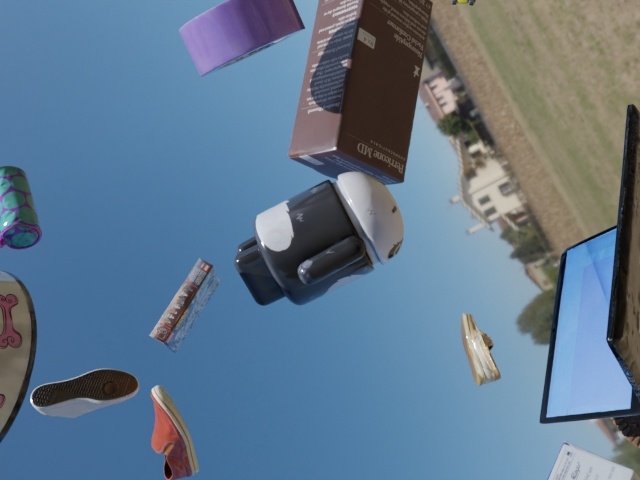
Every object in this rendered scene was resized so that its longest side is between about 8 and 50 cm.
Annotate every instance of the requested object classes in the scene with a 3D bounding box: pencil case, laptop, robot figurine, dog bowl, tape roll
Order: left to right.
[{"bbox_3d":[-0.752,0.241,1.205,0.150,0.408,0.407,28,-143,-54],"label":"dog bowl"},{"bbox_3d":[-0.535,-0.058,1.061,0.151,0.070,0.064,59,154,31],"label":"pencil case"},{"bbox_3d":[-0.125,-0.339,0.983,0.080,0.189,0.189,64,-164,-16],"label":"tape roll"},{"bbox_3d":[0.001,0.002,1.006,0.209,0.278,0.173,66,-175,35],"label":"robot figurine"},{"bbox_3d":[0.269,0.044,0.622,0.264,0.137,0.234,43,-125,-43],"label":"laptop"}]

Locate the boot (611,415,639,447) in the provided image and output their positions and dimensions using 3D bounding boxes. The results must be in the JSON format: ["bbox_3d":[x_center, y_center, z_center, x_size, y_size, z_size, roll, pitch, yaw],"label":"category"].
[{"bbox_3d":[0.414,0.216,0.714,0.085,0.059,0.158,-22,-133,-38],"label":"boot"}]

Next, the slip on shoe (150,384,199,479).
[{"bbox_3d":[-0.424,0.547,1.704,0.123,0.101,0.331,38,142,51],"label":"slip on shoe"}]

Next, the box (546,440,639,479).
[{"bbox_3d":[0.266,0.284,0.588,0.072,0.126,0.137,13,156,50],"label":"box"}]

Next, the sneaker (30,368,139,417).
[{"bbox_3d":[-0.674,0.450,1.776,0.123,0.290,0.105,99,162,-52],"label":"sneaker"}]

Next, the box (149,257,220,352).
[{"bbox_3d":[-0.206,0.102,0.943,0.027,0.137,0.094,28,162,7],"label":"box"}]

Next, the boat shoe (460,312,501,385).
[{"bbox_3d":[0.343,0.230,1.307,0.063,0.059,0.170,81,-178,-52],"label":"boat shoe"}]

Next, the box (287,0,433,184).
[{"bbox_3d":[0.080,-0.310,1.150,0.191,0.143,0.381,18,-101,-41],"label":"box"}]

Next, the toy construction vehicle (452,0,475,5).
[{"bbox_3d":[0.147,-0.309,0.706,0.035,0.086,0.098,82,-152,-42],"label":"toy construction vehicle"}]
